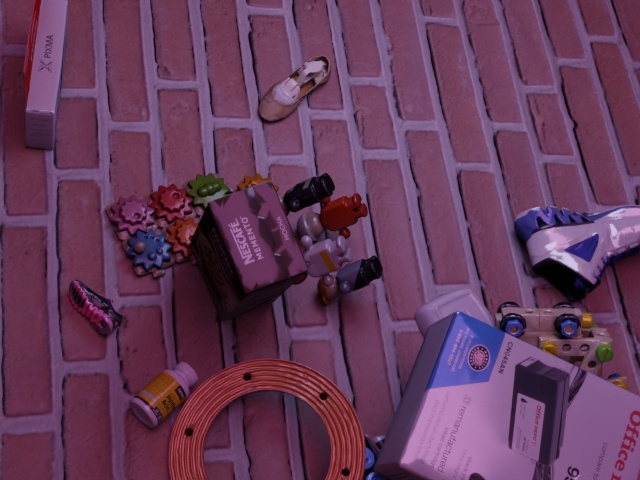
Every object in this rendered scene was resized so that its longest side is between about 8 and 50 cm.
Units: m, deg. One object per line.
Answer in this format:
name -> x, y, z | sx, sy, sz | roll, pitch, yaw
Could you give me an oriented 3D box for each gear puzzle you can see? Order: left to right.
gear puzzle -> -0.224, -0.051, 2.089 | 0.339, 0.044, 0.175 | -19, 68, -24

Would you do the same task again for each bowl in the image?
bowl -> 0.270, 0.160, 2.108 | 0.142, 0.053, 0.142 | -21, 68, -25

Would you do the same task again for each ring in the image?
ring -> -0.091, 0.365, 1.871 | 0.336, 0.032, 0.337 | 0, 65, 1

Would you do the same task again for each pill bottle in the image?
pill bottle -> -0.268, 0.264, 1.892 | 0.065, 0.065, 0.116 | 42, 60, 9

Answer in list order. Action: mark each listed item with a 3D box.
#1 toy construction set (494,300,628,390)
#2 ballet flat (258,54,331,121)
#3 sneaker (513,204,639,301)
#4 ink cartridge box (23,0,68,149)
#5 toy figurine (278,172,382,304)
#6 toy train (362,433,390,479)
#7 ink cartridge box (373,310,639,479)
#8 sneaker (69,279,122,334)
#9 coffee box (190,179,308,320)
toy construction set -> 0.415, 0.230, 2.052 | 0.327, 0.215, 0.151 | -5, 20, -11
ballet flat -> -0.051, -0.326, 2.276 | 0.073, 0.067, 0.206 | 39, 59, 7
sneaker -> 0.556, 0.034, 2.227 | 0.315, 0.127, 0.182 | -1, 66, -8
ink cartridge box -> -0.515, -0.350, 2.059 | 0.060, 0.239, 0.275 | 6, 61, -12
toy figurine -> 0.000, 0.000, 2.029 | 0.148, 0.213, 0.209 | -23, 67, 21
toy train -> 0.115, 0.422, 1.908 | 0.105, 0.080, 0.184 | -18, 64, -32
ink cartridge box -> 0.334, 0.335, 1.854 | 0.395, 0.166, 0.285 | 25, 72, -6
sneaker -> -0.400, 0.114, 1.957 | 0.119, 0.047, 0.057 | 47, 41, 10
coffee box -> -0.132, 0.024, 1.903 | 0.119, 0.297, 0.168 | -20, 82, -16
